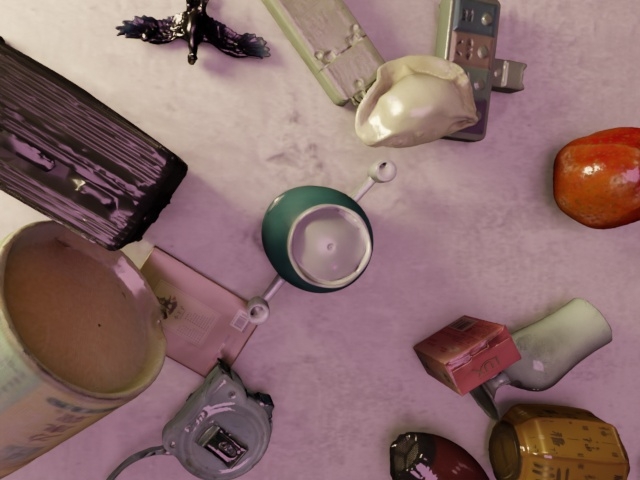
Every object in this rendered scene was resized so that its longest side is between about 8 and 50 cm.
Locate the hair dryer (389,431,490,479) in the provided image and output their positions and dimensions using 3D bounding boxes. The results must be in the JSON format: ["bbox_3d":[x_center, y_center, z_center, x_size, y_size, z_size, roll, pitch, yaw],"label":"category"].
[{"bbox_3d":[0.148,0.490,0.903,0.340,0.123,0.312,-40,111,8],"label":"hair dryer"}]

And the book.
[{"bbox_3d":[-0.203,0.117,0.840,0.198,0.016,0.138,33,90,-10],"label":"book"}]

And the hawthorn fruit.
[{"bbox_3d":[0.460,-0.100,0.834,0.157,0.194,0.157,11,71,-34],"label":"hawthorn fruit"}]

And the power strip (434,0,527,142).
[{"bbox_3d":[0.244,-0.260,0.857,0.145,0.061,0.216,5,95,-16],"label":"power strip"}]

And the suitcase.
[{"bbox_3d":[-0.340,-0.135,0.687,0.335,0.229,0.152,32,90,-10],"label":"suitcase"}]

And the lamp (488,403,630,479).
[{"bbox_3d":[0.379,0.347,0.883,0.185,0.161,0.161,10,94,-9],"label":"lamp"}]

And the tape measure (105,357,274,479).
[{"bbox_3d":[-0.205,0.345,0.825,0.164,0.084,0.330,39,90,-13],"label":"tape measure"}]

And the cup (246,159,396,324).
[{"bbox_3d":[0.000,0.000,0.781,0.167,0.173,0.300,42,89,-9],"label":"cup"}]

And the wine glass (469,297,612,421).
[{"bbox_3d":[0.348,0.187,0.889,0.231,0.103,0.103,-30,99,-9],"label":"wine glass"}]

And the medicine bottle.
[{"bbox_3d":[-0.419,0.174,0.686,0.406,0.236,0.236,-33,100,17],"label":"medicine bottle"}]

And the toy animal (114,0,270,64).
[{"bbox_3d":[-0.179,-0.308,0.790,0.220,0.062,0.108,2,113,-10],"label":"toy animal"}]

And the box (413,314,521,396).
[{"bbox_3d":[0.218,0.171,0.840,0.111,0.156,0.060,-28,92,-7],"label":"box"}]

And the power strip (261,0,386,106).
[{"bbox_3d":[0.013,-0.298,0.815,0.093,0.053,0.288,-37,100,-5],"label":"power strip"}]

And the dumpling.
[{"bbox_3d":[0.128,-0.203,0.782,0.169,0.100,0.134,-17,81,16],"label":"dumpling"}]
